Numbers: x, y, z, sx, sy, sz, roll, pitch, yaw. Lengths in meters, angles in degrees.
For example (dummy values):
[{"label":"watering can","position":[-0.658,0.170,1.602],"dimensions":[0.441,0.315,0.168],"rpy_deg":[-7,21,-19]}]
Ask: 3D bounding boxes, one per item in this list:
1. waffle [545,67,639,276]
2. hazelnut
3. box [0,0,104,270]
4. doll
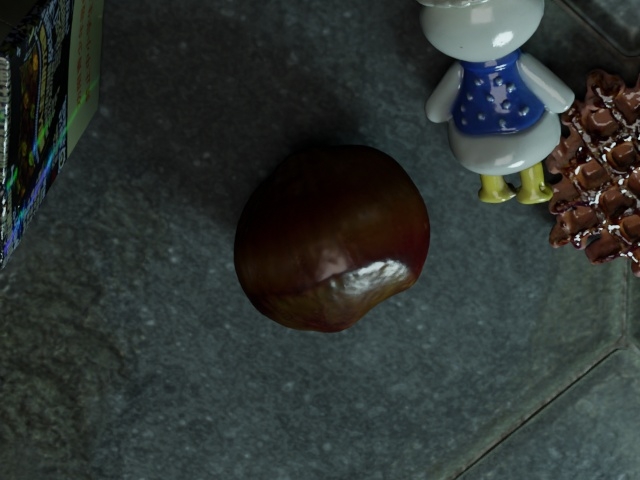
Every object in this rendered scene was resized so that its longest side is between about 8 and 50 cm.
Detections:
[{"label":"waffle","position":[0.327,-0.059,1.481],"dimensions":[0.234,0.055,0.221],"rpy_deg":[9,122,7]},{"label":"hazelnut","position":[0.000,0.000,1.491],"dimensions":[0.178,0.178,0.204],"rpy_deg":[37,148,-15]},{"label":"box","position":[-0.261,-0.137,1.349],"dimensions":[0.084,0.310,0.198],"rpy_deg":[11,121,3]},{"label":"doll","position":[0.151,-0.160,1.411],"dimensions":[0.138,0.119,0.293],"rpy_deg":[-2,126,23]}]
